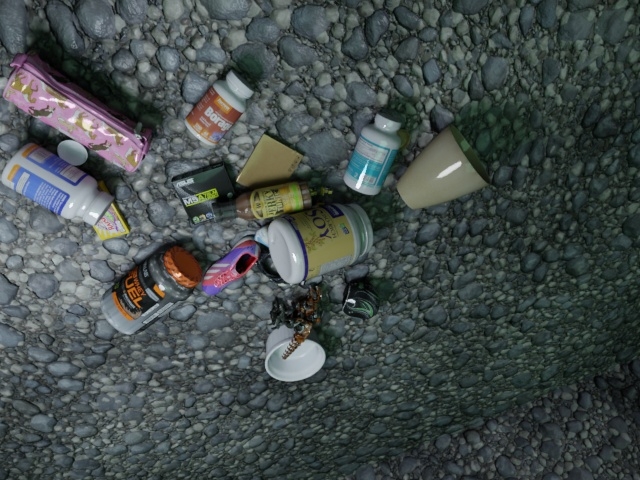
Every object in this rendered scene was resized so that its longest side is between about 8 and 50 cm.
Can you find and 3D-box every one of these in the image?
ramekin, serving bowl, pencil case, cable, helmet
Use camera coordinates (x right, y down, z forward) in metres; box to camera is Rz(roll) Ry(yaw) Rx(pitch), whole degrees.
[{"bbox_3d":[-0.123,0.512,1.912,0.277,0.135,0.277,-6,125,-9],"label":"ramekin"},{"bbox_3d":[-0.775,-0.279,1.290,0.083,0.027,0.083,-6,124,-9],"label":"serving bowl"},{"bbox_3d":[-0.679,-0.359,1.181,0.386,0.160,0.167,33,111,-29],"label":"pencil case"},{"bbox_3d":[-0.174,0.109,1.657,0.150,0.047,0.185,-14,127,22],"label":"cable"},{"bbox_3d":[0.182,0.265,1.804,0.161,0.169,0.170,17,119,-4],"label":"helmet"}]

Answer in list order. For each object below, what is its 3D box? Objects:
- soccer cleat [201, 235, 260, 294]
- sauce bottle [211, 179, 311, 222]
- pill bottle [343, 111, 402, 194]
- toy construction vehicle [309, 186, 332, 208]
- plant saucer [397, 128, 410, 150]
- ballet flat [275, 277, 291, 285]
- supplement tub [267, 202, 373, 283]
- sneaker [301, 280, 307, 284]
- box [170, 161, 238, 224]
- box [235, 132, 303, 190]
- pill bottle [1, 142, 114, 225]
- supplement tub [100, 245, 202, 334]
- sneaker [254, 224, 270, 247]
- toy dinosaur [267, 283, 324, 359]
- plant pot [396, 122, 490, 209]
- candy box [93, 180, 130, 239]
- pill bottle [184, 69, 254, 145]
[{"bbox_3d":[-0.354,0.119,1.603,0.318,0.116,0.108,-43,122,15],"label":"soccer cleat"},{"bbox_3d":[-0.205,-0.128,1.445,0.344,0.111,0.112,-14,125,-10],"label":"sauce bottle"},{"bbox_3d":[0.189,-0.303,1.433,0.146,0.146,0.264,11,120,-20],"label":"pill bottle"},{"bbox_3d":[-0.005,-0.160,1.551,0.098,0.035,0.086,1,123,-14],"label":"toy construction vehicle"},{"bbox_3d":[0.284,-0.366,1.494,0.083,0.015,0.084,-7,125,-10],"label":"plant saucer"},{"bbox_3d":[-0.137,0.176,1.742,0.114,0.041,0.041,-6,124,-10],"label":"ballet flat"},{"bbox_3d":[0.000,0.000,1.497,0.331,0.241,0.241,-18,128,-26],"label":"supplement tub"},{"bbox_3d":[-0.031,0.120,1.715,0.074,0.063,0.171,16,114,-15],"label":"sneaker"},{"bbox_3d":[-0.397,-0.163,1.449,0.190,0.045,0.184,-17,128,-3],"label":"box"},{"bbox_3d":[-0.180,-0.258,1.451,0.164,0.021,0.201,24,115,-27],"label":"box"},{"bbox_3d":[-0.796,-0.162,1.267,0.272,0.152,0.152,35,110,-20],"label":"pill bottle"},{"bbox_3d":[-0.619,0.181,1.528,0.338,0.207,0.207,-36,124,10],"label":"supplement tub"},{"bbox_3d":[-0.152,0.011,1.613,0.237,0.085,0.086,29,144,-34],"label":"sneaker"},{"bbox_3d":[-0.096,0.338,1.747,0.218,0.322,0.164,23,151,-19],"label":"toy dinosaur"},{"bbox_3d":[0.425,-0.236,1.499,0.274,0.257,0.256,-34,126,31],"label":"plant pot"},{"bbox_3d":[-0.753,-0.100,1.416,0.105,0.027,0.206,-14,125,0],"label":"candy box"},{"bbox_3d":[-0.305,-0.407,1.260,0.121,0.121,0.216,36,109,-30],"label":"pill bottle"}]
